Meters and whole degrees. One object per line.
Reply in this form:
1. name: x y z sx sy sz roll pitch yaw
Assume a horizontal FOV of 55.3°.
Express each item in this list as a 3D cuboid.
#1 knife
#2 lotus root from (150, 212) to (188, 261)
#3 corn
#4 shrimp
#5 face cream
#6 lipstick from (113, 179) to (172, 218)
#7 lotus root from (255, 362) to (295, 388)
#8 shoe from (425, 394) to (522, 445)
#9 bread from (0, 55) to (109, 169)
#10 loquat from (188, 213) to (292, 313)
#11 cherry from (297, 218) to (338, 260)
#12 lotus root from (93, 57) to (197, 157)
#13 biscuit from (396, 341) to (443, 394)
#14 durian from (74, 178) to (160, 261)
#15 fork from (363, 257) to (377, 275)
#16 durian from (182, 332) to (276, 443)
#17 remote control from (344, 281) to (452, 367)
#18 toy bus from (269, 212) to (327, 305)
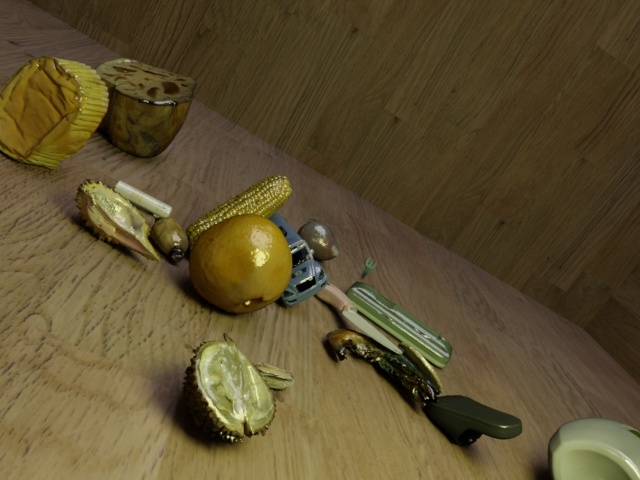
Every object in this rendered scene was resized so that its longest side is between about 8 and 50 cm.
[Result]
1. knife: 0.084 0.184 1.507 0.081 0.043 0.336 17 11 -37
2. lotus root: -0.331 -0.013 1.342 0.072 0.063 0.152 -7 43 -38
3. corn: -0.189 -0.061 1.424 0.101 0.291 0.101 46 -18 20
4. shrimp: 0.131 0.271 1.358 0.222 0.054 0.290 20 10 -46
5. face cream: 0.660 0.529 1.341 0.357 0.219 0.312 20 17 -49
6. lipstick: -0.425 -0.094 1.463 0.141 0.040 0.040 28 15 -17
7. lotus root: -0.088 0.243 1.090 0.083 0.030 0.037 25 10 -33
8. shoe: 0.317 0.398 1.304 0.108 0.093 0.241 -1 2 -33
9. bread: -0.582 -0.278 1.327 0.179 0.250 0.133 46 14 2
10. loquat: -0.158 0.045 1.236 0.208 0.208 0.208 30 15 -9
11. cherry: 0.007 0.002 1.909 0.148 0.115 0.188 18 2 24
12. lotus root: -0.544 -0.379 1.791 0.316 0.250 0.316 22 25 -11
13. biscuit: 0.231 0.301 1.434 0.152 0.020 0.152 48 -18 21
14. durian: -0.405 -0.024 1.224 0.224 0.078 0.140 47 6 14
15. fork: 0.161 0.097 2.098 0.039 0.021 0.235 30 16 6
16. durian: -0.147 0.220 0.911 0.148 0.091 0.188 25 39 -31
17. remote control: 0.222 0.227 1.714 0.335 0.065 0.128 35 17 8
18. toy bus: -0.106 0.021 1.481 0.292 0.125 0.133 46 -23 40
